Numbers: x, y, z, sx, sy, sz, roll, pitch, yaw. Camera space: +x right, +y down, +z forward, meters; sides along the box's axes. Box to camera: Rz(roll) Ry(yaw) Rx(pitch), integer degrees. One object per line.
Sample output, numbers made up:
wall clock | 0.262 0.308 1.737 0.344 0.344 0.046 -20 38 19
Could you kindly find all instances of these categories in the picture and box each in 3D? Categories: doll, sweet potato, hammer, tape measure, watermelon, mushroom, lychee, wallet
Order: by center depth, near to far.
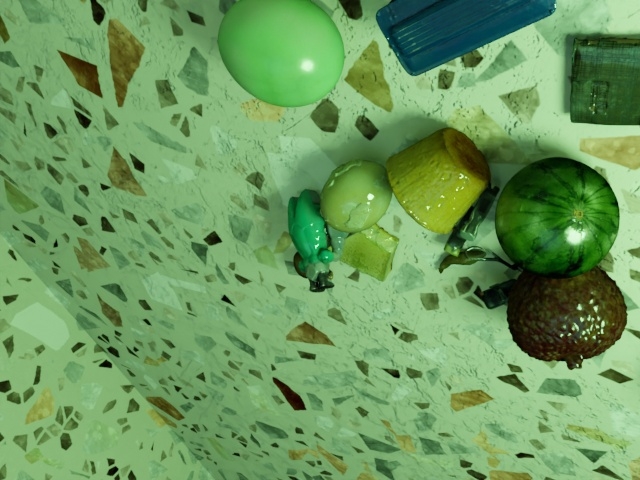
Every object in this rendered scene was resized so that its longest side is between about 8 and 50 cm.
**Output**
wallet | 0.601 -0.270 1.127 0.317 0.044 0.169 10 135 27
watermelon | 0.466 -0.043 1.286 0.242 0.242 0.242 18 137 18
lychee | 0.541 0.154 1.434 0.260 0.260 0.260 18 137 18
hammer | 0.338 -0.037 1.477 0.041 0.159 0.226 30 158 7
tape measure | 0.412 0.082 1.574 0.180 0.104 0.107 54 149 2
sweet potato | 0.344 0.048 1.608 0.153 0.038 0.041 -24 91 47
doll | -0.015 0.000 1.695 0.195 0.153 0.258 11 94 42
mushroom | -0.021 0.075 1.848 0.129 0.073 0.088 29 109 3

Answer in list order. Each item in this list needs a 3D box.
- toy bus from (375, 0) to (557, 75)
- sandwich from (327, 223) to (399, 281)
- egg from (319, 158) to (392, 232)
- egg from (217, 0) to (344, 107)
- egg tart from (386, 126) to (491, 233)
toy bus | 0.259 -0.418 1.109 0.287 0.175 0.138 -16 118 42
sandwich | 0.105 0.007 1.712 0.193 0.058 0.162 23 136 15
egg | 0.087 -0.104 1.540 0.164 0.164 0.201 40 129 -6
egg | -0.082 -0.390 1.323 0.269 0.220 0.220 25 139 8
egg tart | 0.254 -0.129 1.380 0.215 0.215 0.171 43 127 -10
